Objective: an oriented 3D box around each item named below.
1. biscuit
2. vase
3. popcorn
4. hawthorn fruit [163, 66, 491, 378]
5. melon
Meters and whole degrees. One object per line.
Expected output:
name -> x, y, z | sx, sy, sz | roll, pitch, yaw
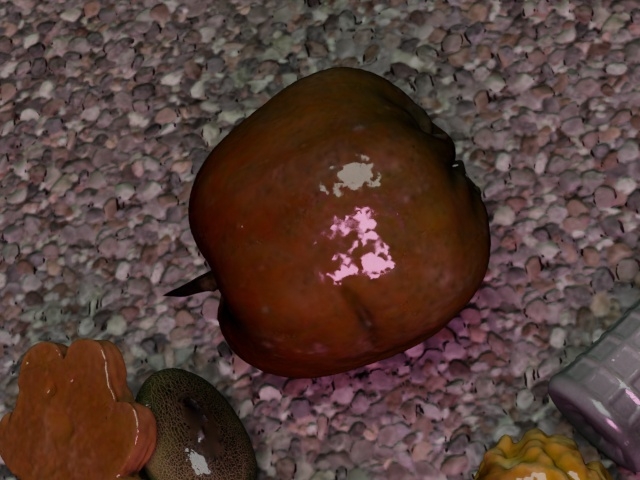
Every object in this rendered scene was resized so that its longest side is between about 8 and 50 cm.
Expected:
biscuit -> -0.218, 0.232, 1.398 | 0.202, 0.044, 0.289 | -14, 75, 30
vase -> 0.338, 0.062, 1.361 | 0.299, 0.143, 0.143 | -45, 62, -8
popcorn -> 0.189, 0.260, 1.277 | 0.140, 0.163, 0.194 | -12, 27, 15
hawthorn fruit -> 0.000, 0.000, 1.404 | 0.301, 0.268, 0.268 | -25, 59, 11
melon -> -0.118, 0.186, 1.419 | 0.099, 0.099, 0.162 | -31, 55, -4
